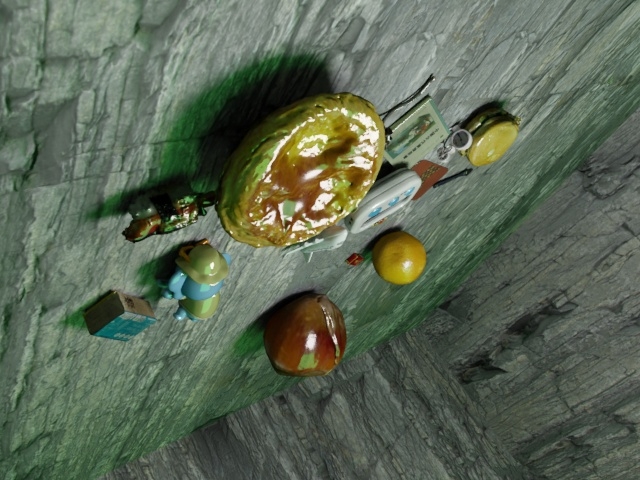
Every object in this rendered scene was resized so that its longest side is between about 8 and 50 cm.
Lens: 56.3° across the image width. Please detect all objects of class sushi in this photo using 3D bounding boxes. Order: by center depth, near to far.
[{"bbox_3d":[-0.339,-0.071,1.327,0.226,0.097,0.103,-21,113,-20],"label":"sushi"}]

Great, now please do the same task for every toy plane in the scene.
[{"bbox_3d":[-0.002,-0.004,1.907,0.251,0.101,0.255,-15,171,-38],"label":"toy plane"}]

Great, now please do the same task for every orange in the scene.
[{"bbox_3d":[0.314,0.070,2.388,0.236,0.236,0.236,-29,158,-13],"label":"orange"}]

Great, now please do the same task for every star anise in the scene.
[{"bbox_3d":[0.175,-0.352,1.588,0.148,0.219,0.227,54,47,-40],"label":"star anise"}]

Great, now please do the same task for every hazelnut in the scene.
[{"bbox_3d":[-0.064,0.386,2.410,0.372,0.316,0.372,-35,138,-40],"label":"hazelnut"}]

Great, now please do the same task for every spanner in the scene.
[{"bbox_3d":[0.511,-0.239,2.296,0.209,0.012,0.046,-24,157,-27],"label":"spanner"}]

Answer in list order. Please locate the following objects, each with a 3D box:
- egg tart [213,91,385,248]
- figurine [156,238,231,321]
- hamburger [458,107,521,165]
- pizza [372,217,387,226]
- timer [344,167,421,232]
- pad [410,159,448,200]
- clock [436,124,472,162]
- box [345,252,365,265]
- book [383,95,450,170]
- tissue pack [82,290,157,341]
[{"bbox_3d":[-0.057,-0.169,1.380,0.443,0.178,0.443,-26,148,-18],"label":"egg tart"},{"bbox_3d":[-0.349,0.124,1.645,0.180,0.153,0.262,14,118,-30],"label":"figurine"},{"bbox_3d":[0.545,-0.349,1.980,0.215,0.122,0.189,-19,150,-28],"label":"hamburger"},{"bbox_3d":[0.226,-0.079,2.212,0.078,0.025,0.083,-18,152,-31],"label":"pizza"},{"bbox_3d":[0.193,-0.129,1.925,0.262,0.087,0.237,-30,170,-15],"label":"timer"},{"bbox_3d":[0.354,-0.213,2.145,0.181,0.004,0.267,-44,157,24],"label":"pad"},{"bbox_3d":[0.425,-0.311,1.930,0.129,0.087,0.041,-42,153,21],"label":"clock"},{"bbox_3d":[0.141,0.076,2.417,0.051,0.023,0.082,-42,157,16],"label":"box"},{"bbox_3d":[0.282,-0.312,1.809,0.215,0.025,0.283,-39,157,13],"label":"book"},{"bbox_3d":[-0.546,0.208,1.634,0.120,0.082,0.169,-35,159,5],"label":"tissue pack"}]
